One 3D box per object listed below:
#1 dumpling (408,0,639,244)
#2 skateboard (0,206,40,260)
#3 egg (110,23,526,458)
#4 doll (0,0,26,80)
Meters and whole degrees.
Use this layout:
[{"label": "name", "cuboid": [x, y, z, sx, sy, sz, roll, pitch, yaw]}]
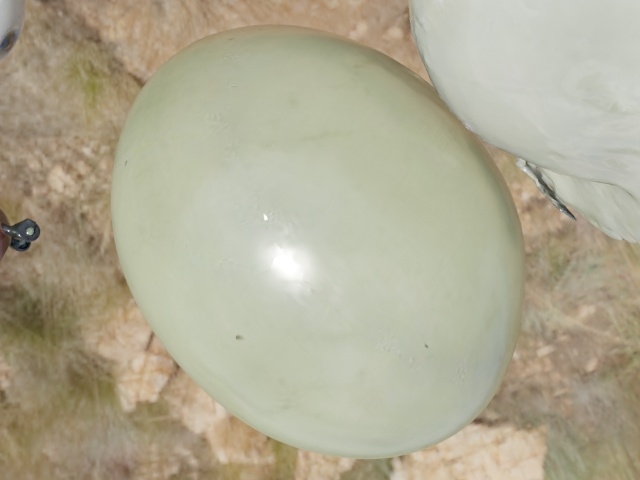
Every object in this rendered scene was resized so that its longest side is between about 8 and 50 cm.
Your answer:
[{"label": "dumpling", "cuboid": [0.123, -0.087, 0.410, 0.142, 0.172, 0.247, -30, 134, -6]}, {"label": "skateboard", "cuboid": [-0.300, 0.035, 0.831, 0.080, 0.151, 0.067, 30, 160, -17]}, {"label": "egg", "cuboid": [0.000, 0.000, 0.588, 0.219, 0.219, 0.269, -33, 101, 18]}, {"label": "doll", "cuboid": [-0.286, -0.090, 0.608, 0.119, 0.278, 0.154, 34, 154, -1]}]
